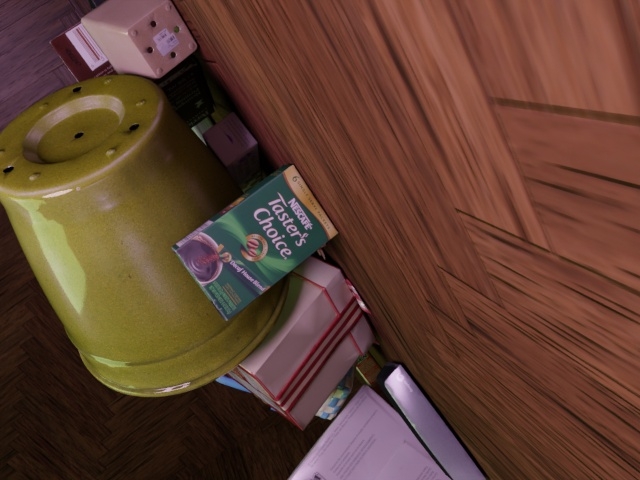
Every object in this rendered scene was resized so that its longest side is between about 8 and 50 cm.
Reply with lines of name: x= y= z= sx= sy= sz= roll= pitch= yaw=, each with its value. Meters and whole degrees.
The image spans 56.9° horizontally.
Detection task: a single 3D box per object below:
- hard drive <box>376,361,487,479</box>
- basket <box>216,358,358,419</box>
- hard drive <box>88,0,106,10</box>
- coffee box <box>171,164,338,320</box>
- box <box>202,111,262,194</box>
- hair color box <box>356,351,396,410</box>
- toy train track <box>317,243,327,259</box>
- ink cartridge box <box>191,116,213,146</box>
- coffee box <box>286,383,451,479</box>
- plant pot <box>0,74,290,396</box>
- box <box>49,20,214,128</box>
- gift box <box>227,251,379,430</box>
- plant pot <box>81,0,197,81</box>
hard drive: x=0.199 y=0.345 z=1.105 sx=0.255 sy=0.054 sz=0.172 roll=53 pitch=173 yaw=6
basket: x=-0.067 y=0.249 z=1.286 sx=0.288 sy=0.255 sz=0.201 roll=26 pitch=132 yaw=-2
hard drive: x=-0.385 y=-0.378 z=1.207 sx=0.339 sy=0.064 sz=0.237 roll=68 pitch=168 yaw=-12
coffee box: x=-0.079 y=-0.001 z=0.743 sx=0.113 sy=0.184 sz=0.040 roll=57 pitch=164 yaw=-15
box: x=-0.148 y=-0.137 z=1.042 sx=0.067 sy=0.063 sz=0.324 roll=51 pitch=173 yaw=1
hair color box: x=0.154 y=0.376 z=1.577 sx=0.167 sy=0.053 sz=0.093 roll=52 pitch=174 yaw=26
toy train track: x=0.000 y=0.000 z=0.933 sx=0.048 sy=0.014 sz=0.083 roll=59 pitch=170 yaw=25
ink cartridge box: x=-0.294 y=-0.293 z=1.341 sx=0.224 sy=0.045 sz=0.223 roll=47 pitch=169 yaw=52
coffee box: x=0.121 y=0.579 z=1.367 sx=0.338 sy=0.338 sz=0.334 roll=39 pitch=169 yaw=12
plant pot: x=-0.266 y=-0.026 z=0.846 sx=0.366 sy=0.366 sz=0.353 roll=48 pitch=164 yaw=42
box: x=-0.303 y=-0.270 z=0.991 sx=0.167 sy=0.168 sz=0.203 roll=52 pitch=173 yaw=6
gift box: x=-0.047 y=0.159 z=1.070 sx=0.276 sy=0.258 sz=0.255 roll=25 pitch=155 yaw=34
plant pot: x=-0.230 y=-0.275 z=0.791 sx=0.096 sy=0.109 sz=0.109 roll=28 pitch=157 yaw=46
